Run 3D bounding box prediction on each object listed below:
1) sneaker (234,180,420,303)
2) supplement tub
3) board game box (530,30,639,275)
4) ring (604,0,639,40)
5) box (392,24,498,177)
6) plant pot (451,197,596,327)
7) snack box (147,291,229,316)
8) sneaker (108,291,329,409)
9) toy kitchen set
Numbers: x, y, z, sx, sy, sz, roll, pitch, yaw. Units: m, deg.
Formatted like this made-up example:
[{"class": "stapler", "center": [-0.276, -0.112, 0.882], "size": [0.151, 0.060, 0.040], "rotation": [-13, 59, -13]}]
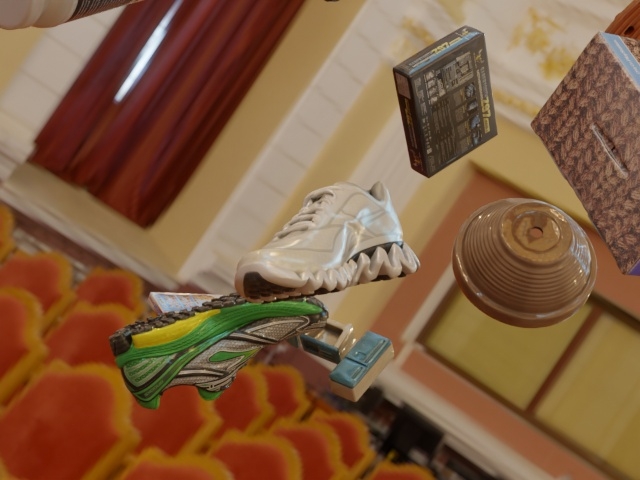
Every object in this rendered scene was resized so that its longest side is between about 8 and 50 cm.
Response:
[{"class": "sneaker", "center": [0.000, 0.000, 1.342], "size": [0.110, 0.118, 0.292], "rotation": [-9, 1, 31]}, {"class": "supplement tub", "center": [-0.391, -0.438, 1.949], "size": [0.191, 0.191, 0.272], "rotation": [33, 40, 27]}, {"class": "board game box", "center": [0.423, -0.086, 1.388], "size": [0.291, 0.141, 0.232], "rotation": [3, 46, -32]}, {"class": "ring", "center": [0.481, -0.242, 1.610], "size": [0.336, 0.336, 0.032], "rotation": [35, 26, -48]}, {"class": "box", "center": [0.236, -0.257, 2.344], "size": [0.059, 0.183, 0.232], "rotation": [36, -30, 44]}, {"class": "plant pot", "center": [0.339, 0.014, 2.036], "size": [0.237, 0.237, 0.110], "rotation": [34, -30, 14]}, {"class": "snack box", "center": [-0.205, 0.116, 2.173], "size": [0.178, 0.022, 0.064], "rotation": [4, 29, -33]}, {"class": "sneaker", "center": [-0.150, 0.164, 1.978], "size": [0.134, 0.343, 0.146], "rotation": [-158, -128, -78]}, {"class": "toy kitchen set", "center": [-0.002, 0.147, 2.140], "size": [0.207, 0.122, 0.166], "rotation": [19, -39, 32]}]
